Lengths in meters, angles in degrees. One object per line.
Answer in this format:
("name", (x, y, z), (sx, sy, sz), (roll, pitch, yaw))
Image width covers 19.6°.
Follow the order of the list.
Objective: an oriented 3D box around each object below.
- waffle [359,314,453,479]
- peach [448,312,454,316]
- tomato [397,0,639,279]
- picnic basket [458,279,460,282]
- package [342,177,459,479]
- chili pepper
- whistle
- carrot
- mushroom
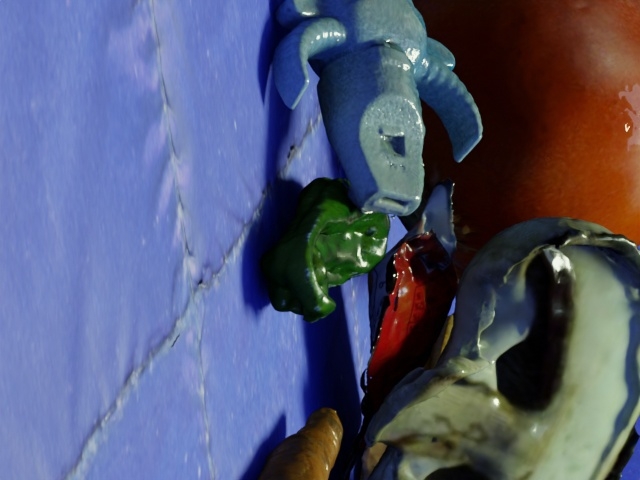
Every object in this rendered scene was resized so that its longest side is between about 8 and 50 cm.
("waffle", (0.125, 0.292, 1.787), (0.261, 0.114, 0.376), (-76, 160, -56))
("peach", (0.193, 0.165, 1.961), (0.232, 0.232, 0.232), (-2, 90, -79))
("tomato", (0.188, -0.115, 1.676), (0.321, 0.321, 0.321), (-2, 90, -79))
("picnic basket", (0.134, 0.010, 1.998), (0.072, 0.072, 0.083), (75, 8, -47))
("package", (0.063, 0.087, 1.523), (0.194, 0.071, 0.269), (-42, 145, -58))
("chili pepper", (0.005, 0.004, 1.375), (0.257, 0.074, 0.100), (-33, 123, -72))
("whistle", (0.035, -0.137, 1.403), (0.180, 0.093, 0.269), (14, 50, -35))
("carrot", (-0.018, 0.169, 1.255), (0.248, 0.059, 0.059), (-64, 150, -71))
("mushroom", (0.140, 0.136, 1.505), (0.130, 0.247, 0.344), (32, -73, 58))
